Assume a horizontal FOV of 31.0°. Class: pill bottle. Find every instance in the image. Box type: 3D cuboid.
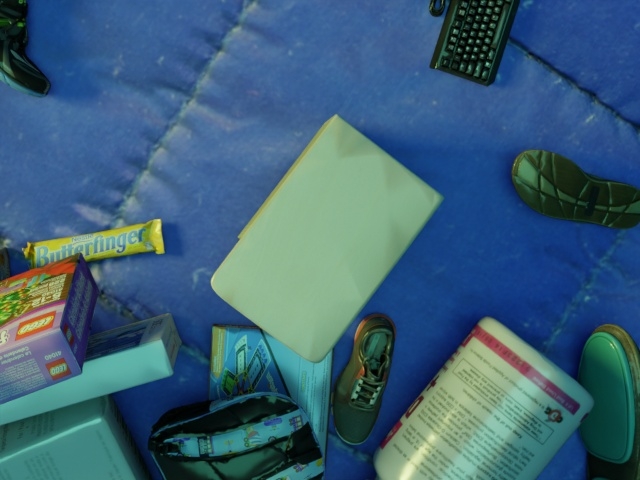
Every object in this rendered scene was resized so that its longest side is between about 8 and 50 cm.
[{"bbox_3d":[0.162,0.240,1.308,0.160,0.160,0.283,39,90,-6],"label":"pill bottle"}]

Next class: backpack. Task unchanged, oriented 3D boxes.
[{"bbox_3d":[-0.087,0.241,1.283,0.173,0.117,0.158,-22,95,-2],"label":"backpack"}]

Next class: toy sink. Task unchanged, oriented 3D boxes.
[{"bbox_3d":[0.000,0.000,1.294,0.153,0.131,0.234,37,86,-6],"label":"toy sink"}]

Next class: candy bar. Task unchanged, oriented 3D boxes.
[{"bbox_3d":[-0.261,0.008,1.331,0.162,0.018,0.040,-10,95,-4],"label":"candy bar"}]

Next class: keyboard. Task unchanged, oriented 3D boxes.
[{"bbox_3d":[0.178,-0.280,1.342,0.108,0.023,0.180,17,92,-5],"label":"keyboard"}]

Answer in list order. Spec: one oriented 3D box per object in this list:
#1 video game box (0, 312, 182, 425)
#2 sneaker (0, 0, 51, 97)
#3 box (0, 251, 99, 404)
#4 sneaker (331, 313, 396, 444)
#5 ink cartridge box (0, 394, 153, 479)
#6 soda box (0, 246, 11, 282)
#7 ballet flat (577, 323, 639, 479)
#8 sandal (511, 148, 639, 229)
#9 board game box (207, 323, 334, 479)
[{"bbox_3d":[-0.257,0.138,1.256,0.205,0.187,0.048,-16,94,-3],"label":"video game box"},{"bbox_3d":[-0.353,-0.244,1.281,0.078,0.067,0.188,-29,93,4],"label":"sneaker"},{"bbox_3d":[-0.379,0.119,1.185,0.293,0.201,0.057,-20,112,2],"label":"box"},{"bbox_3d":[0.050,0.163,1.341,0.061,0.065,0.157,11,93,-5],"label":"sneaker"},{"bbox_3d":[-0.354,0.371,1.282,0.385,0.091,0.308,-22,111,-1],"label":"ink cartridge box"},{"bbox_3d":[-0.445,0.044,1.296,0.183,0.063,0.058,-5,95,-4],"label":"soda box"},{"bbox_3d":[0.374,0.262,1.360,0.124,0.116,0.342,-5,95,-24],"label":"ballet flat"},{"bbox_3d":[0.298,-0.057,1.358,0.180,0.049,0.072,15,99,-20],"label":"sandal"},{"bbox_3d":[-0.064,0.242,1.358,0.145,0.027,0.281,4,94,-6],"label":"board game box"}]
